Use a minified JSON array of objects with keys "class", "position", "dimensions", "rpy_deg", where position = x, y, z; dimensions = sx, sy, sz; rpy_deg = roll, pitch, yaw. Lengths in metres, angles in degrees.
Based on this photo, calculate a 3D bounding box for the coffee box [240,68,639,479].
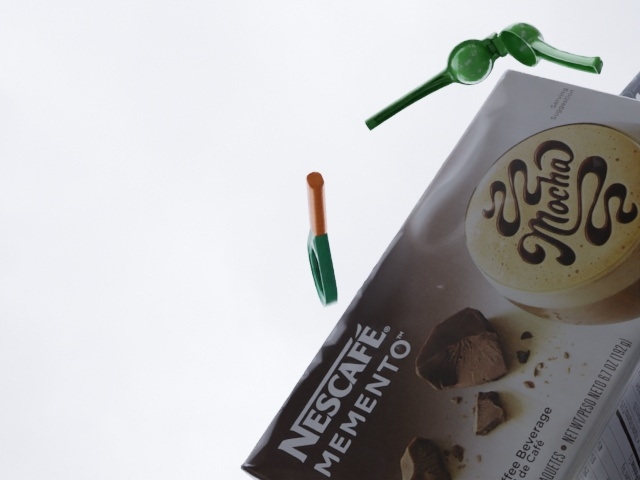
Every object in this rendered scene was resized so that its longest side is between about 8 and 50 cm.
[{"class":"coffee box","position":[0.116,0.063,0.622],"dimensions":[0.297,0.168,0.119],"rpy_deg":[-55,-38,-16]}]

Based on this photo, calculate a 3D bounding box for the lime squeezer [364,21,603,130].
[{"class":"lime squeezer","position":[0.192,-0.191,1.239],"dimensions":[0.059,0.310,0.110],"rpy_deg":[35,-122,-40]}]

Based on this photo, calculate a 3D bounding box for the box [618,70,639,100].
[{"class":"box","position":[0.490,-0.117,1.262],"dimensions":[0.143,0.270,0.165],"rpy_deg":[17,-55,-33]}]

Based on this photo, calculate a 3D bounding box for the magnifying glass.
[{"class":"magnifying glass","position":[0.000,0.000,1.410],"dimensions":[0.026,0.092,0.231],"rpy_deg":[-15,-40,-7]}]
